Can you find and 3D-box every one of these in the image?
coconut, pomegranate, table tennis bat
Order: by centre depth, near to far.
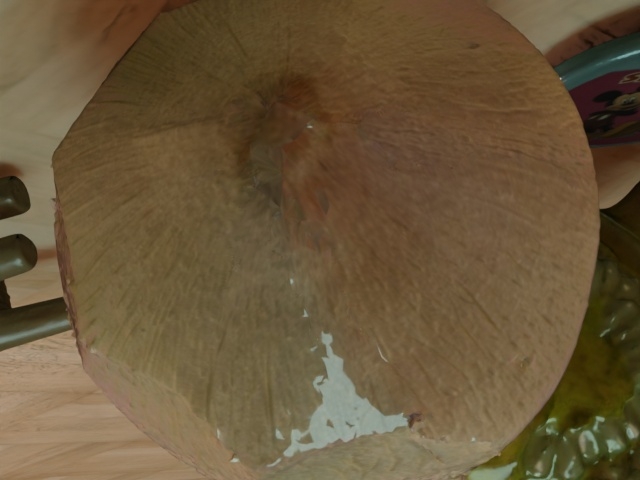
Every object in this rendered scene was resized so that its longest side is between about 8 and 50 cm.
[{"bbox_3d":[0.000,0.000,0.431,0.224,0.224,0.234,-11,175,3],"label":"coconut"},{"bbox_3d":[0.186,-0.093,0.540,0.152,0.040,0.244,-7,167,-10],"label":"table tennis bat"},{"bbox_3d":[0.149,0.066,0.696,0.340,0.260,0.260,-37,159,3],"label":"pomegranate"}]

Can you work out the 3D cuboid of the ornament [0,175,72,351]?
[{"bbox_3d":[-0.249,0.044,0.665,0.244,0.061,0.230,-14,164,7],"label":"ornament"}]
